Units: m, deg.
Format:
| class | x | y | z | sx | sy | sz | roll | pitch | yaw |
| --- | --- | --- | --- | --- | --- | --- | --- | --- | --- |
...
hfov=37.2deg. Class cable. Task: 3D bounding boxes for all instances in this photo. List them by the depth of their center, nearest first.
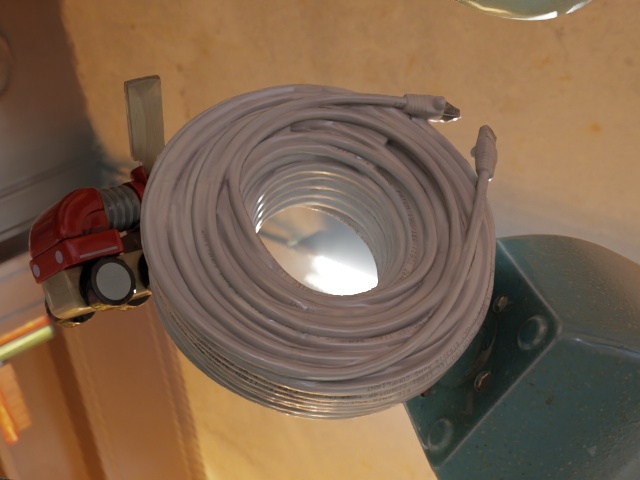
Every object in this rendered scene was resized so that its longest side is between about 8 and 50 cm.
| class | x | y | z | sx | sy | sz | roll | pitch | yaw |
| --- | --- | --- | --- | --- | --- | --- | --- | --- | --- |
| cable | 0.000 | 0.000 | 0.686 | 0.089 | 0.257 | 0.257 | 114 | -16 | -57 |

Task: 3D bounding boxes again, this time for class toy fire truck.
| class | x | y | z | sx | sy | sz | roll | pitch | yaw |
| --- | --- | --- | --- | --- | --- | --- | --- | --- | --- |
| toy fire truck | -0.234 | -0.048 | 1.124 | 0.158 | 0.217 | 0.246 | -24 | -95 | 46 |

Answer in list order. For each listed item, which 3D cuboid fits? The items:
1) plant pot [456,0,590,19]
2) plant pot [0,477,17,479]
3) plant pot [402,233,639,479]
| class | x | y | z | sx | sy | sz | roll | pitch | yaw |
| --- | --- | --- | --- | --- | --- | --- | --- | --- | --- |
| plant pot | 0.231 | -0.414 | 1.021 | 0.290 | 0.290 | 0.195 | 53 | -20 | 11 |
| plant pot | -0.160 | 0.312 | 0.532 | 0.341 | 0.341 | 0.334 | -15 | -121 | 56 |
| plant pot | 0.203 | 0.135 | 0.778 | 0.248 | 0.252 | 0.247 | -52 | -155 | 16 |
